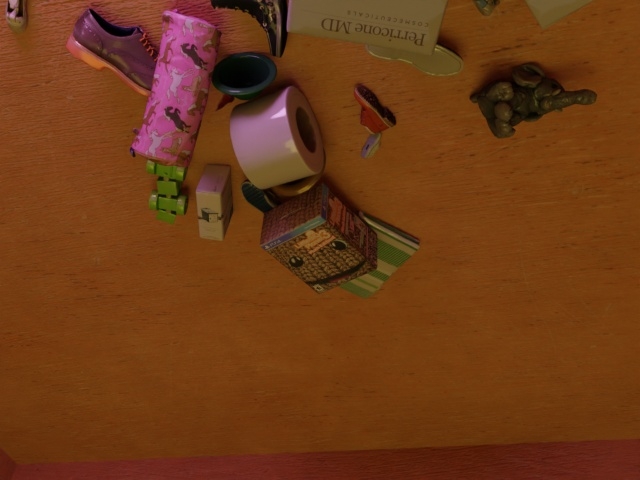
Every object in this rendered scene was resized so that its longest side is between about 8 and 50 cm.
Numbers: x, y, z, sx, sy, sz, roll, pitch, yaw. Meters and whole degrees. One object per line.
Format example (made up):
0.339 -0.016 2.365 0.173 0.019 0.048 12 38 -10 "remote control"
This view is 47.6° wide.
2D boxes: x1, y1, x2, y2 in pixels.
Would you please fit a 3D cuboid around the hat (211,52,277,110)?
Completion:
-0.195 -0.384 1.945 0.173 0.208 0.184 -16 138 -8 "hat"

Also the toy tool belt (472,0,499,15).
0.394 -0.584 1.743 0.051 0.052 0.083 -46 121 4 "toy tool belt"

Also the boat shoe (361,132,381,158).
0.154 -0.274 2.080 0.035 0.035 0.100 1 136 -32 "boat shoe"

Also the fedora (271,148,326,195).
-0.064 -0.212 2.107 0.194 0.194 0.079 -13 165 20 "fedora"

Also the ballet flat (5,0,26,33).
-0.796 -0.604 1.884 0.057 0.052 0.168 17 134 -8 "ballet flat"

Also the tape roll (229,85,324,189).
-0.113 -0.276 1.961 0.169 0.246 0.246 -14 130 20 "tape roll"

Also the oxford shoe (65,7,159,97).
-0.475 -0.478 1.913 0.363 0.130 0.133 24 118 -23 "oxford shoe"

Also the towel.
0.143 0.055 2.390 0.247 0.038 0.325 26 133 -16 "towel"

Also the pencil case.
-0.366 -0.383 1.844 0.167 0.160 0.386 16 98 -5 "pencil case"

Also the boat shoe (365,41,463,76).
0.239 -0.483 1.834 0.254 0.079 0.095 11 136 1 "boat shoe"

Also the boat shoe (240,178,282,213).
-0.180 -0.133 2.232 0.066 0.066 0.183 -23 131 24 "boat shoe"

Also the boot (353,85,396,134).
0.129 -0.353 1.990 0.084 0.059 0.158 -25 127 34 "boot"

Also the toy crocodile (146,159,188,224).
-0.461 -0.184 2.213 0.115 0.105 0.341 9 129 0 "toy crocodile"

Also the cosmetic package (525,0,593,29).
0.517 -0.611 1.622 0.151 0.151 0.184 -26 124 29 "cosmetic package"

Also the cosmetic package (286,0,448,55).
0.124 -0.659 1.512 0.329 0.327 0.394 9 135 -2 "cosmetic package"

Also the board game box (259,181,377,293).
0.000 0.000 2.214 0.232 0.141 0.291 -26 131 29 "board game box"

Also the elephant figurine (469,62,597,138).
0.542 -0.367 1.861 0.239 0.186 0.169 -22 168 -5 "elephant figurine"

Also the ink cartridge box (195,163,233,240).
-0.322 -0.117 2.218 0.082 0.140 0.191 6 133 5 "ink cartridge box"

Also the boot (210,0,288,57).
-0.175 -0.574 1.804 0.178 0.085 0.236 3 127 8 "boot"
